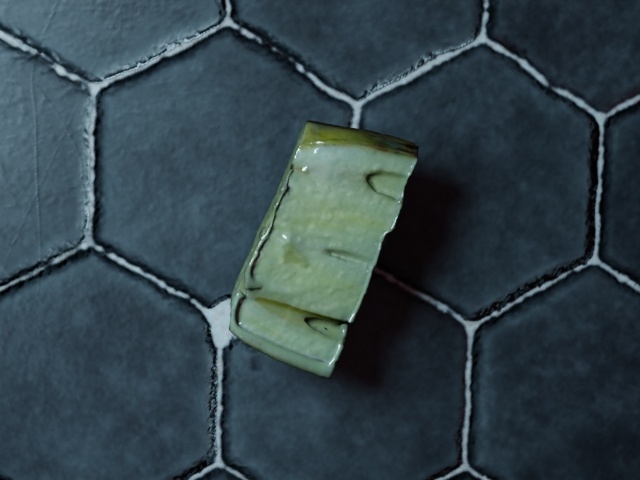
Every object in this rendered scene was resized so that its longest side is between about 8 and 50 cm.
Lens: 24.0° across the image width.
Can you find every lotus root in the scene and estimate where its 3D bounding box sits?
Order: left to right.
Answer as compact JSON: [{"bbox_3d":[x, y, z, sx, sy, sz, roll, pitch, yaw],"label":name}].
[{"bbox_3d":[0.000,0.000,1.423,0.119,0.138,0.234,21,92,-5],"label":"lotus root"}]
